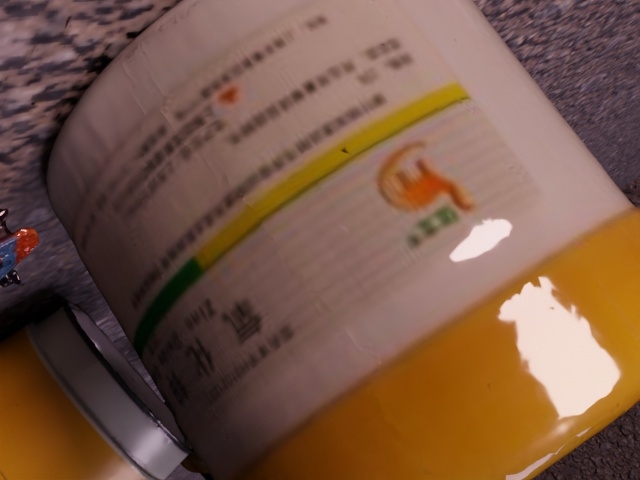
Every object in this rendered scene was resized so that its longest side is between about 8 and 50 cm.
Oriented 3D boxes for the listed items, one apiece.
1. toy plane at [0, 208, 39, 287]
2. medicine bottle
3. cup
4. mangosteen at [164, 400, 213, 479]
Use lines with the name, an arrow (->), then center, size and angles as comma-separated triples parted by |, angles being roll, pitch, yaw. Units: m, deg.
toy plane -> -0.192, 0.039, 0.405 | 0.130, 0.061, 0.189 | -27, 170, -33
medicine bottle -> 0.022, 0.012, 0.445 | 0.237, 0.232, 0.238 | -33, 167, -8
cup -> -0.228, 0.175, 0.571 | 0.279, 0.196, 0.196 | -41, 169, -9
mangosteen -> -0.055, 0.126, 0.809 | 0.211, 0.211, 0.250 | -38, 136, 16
